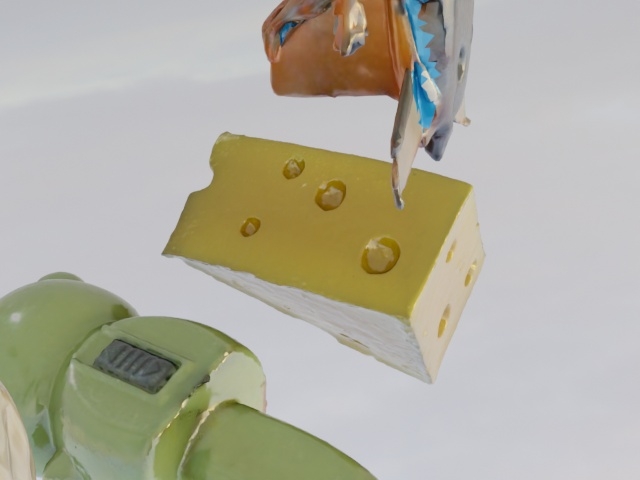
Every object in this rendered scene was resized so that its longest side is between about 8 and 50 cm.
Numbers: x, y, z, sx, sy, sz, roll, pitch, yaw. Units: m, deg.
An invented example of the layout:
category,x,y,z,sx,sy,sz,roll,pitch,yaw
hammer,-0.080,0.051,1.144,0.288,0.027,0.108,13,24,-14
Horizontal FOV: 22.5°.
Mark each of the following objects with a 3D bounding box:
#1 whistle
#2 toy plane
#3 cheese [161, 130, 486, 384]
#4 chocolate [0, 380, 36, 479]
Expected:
category,x,y,z,sx,sy,sz,roll,pitch,yaw
whistle,-0.096,0.098,0.888,0.288,0.106,0.131,21,-129,28
toy plane,0.027,-0.106,0.356,0.062,0.188,0.135,13,-160,13
cheese,0.000,0.000,0.951,0.171,0.093,0.126,19,164,15
chocolate,-0.122,0.077,0.276,0.134,0.134,0.309,-10,-166,-1
